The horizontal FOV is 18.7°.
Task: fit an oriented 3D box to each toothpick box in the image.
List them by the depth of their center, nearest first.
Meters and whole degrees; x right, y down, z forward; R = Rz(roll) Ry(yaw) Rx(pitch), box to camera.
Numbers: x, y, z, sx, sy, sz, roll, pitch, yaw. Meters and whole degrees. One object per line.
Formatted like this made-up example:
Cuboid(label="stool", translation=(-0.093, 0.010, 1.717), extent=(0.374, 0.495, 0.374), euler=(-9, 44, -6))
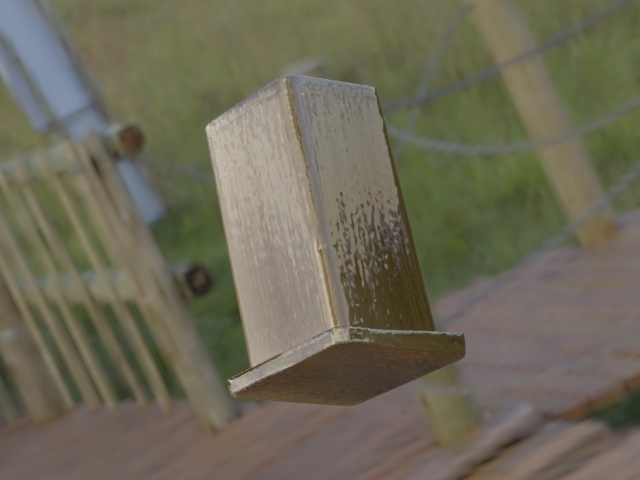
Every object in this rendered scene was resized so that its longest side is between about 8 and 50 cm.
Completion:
Cuboid(label="toothpick box", translation=(0.000, 0.000, 2.050), extent=(0.190, 0.308, 0.187), euler=(5, -24, -41))
